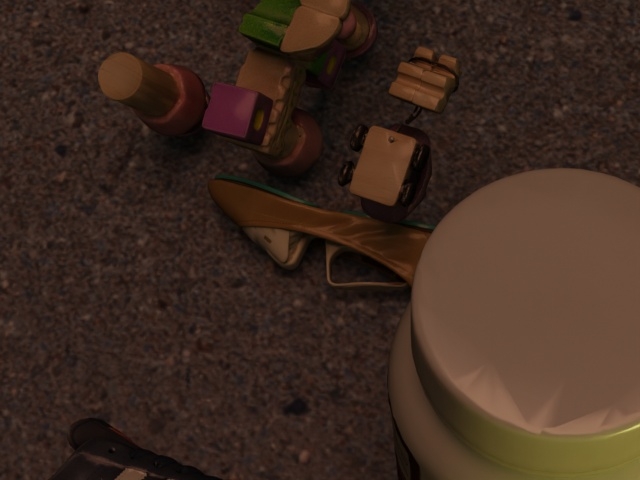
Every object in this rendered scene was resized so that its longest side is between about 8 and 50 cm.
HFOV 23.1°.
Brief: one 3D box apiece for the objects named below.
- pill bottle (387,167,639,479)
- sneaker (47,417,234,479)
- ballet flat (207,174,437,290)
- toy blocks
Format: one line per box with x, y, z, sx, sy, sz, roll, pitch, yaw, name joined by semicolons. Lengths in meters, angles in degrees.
0.163;0.126;1.122;0.224;0.392;0.224;-2;62;4;pill bottle
-0.128;0.207;1.253;0.350;0.131;0.148;-9;66;1;sneaker
0.000;0.000;1.389;0.232;0.080;0.073;14;81;14;ballet flat
0.012;-0.184;1.405;0.309;0.260;0.289;20;90;19;toy blocks
